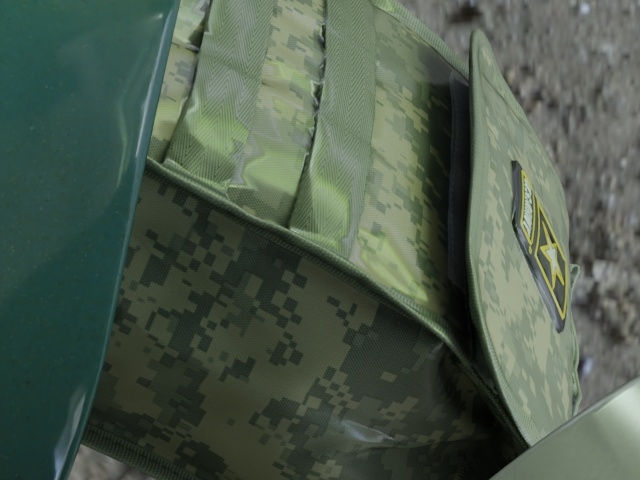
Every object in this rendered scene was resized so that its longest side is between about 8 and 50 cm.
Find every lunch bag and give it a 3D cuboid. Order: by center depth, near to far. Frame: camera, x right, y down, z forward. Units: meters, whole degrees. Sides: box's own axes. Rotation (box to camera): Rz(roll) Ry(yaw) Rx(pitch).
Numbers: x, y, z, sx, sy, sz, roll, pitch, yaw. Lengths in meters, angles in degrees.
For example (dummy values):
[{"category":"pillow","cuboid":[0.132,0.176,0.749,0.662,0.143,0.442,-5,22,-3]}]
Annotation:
[{"category":"lunch bag","cuboid":[0.000,0.000,0.857,0.287,0.169,0.235,28,35,-15]}]

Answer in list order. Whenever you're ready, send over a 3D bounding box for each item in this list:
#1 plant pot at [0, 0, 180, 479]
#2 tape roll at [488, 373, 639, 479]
[{"category":"plant pot","cuboid":[-0.165,0.026,0.587,0.166,0.165,0.234,6,94,-33]},{"category":"tape roll","cuboid":[0.098,0.170,0.553,0.246,0.246,0.169,-40,67,-7]}]
